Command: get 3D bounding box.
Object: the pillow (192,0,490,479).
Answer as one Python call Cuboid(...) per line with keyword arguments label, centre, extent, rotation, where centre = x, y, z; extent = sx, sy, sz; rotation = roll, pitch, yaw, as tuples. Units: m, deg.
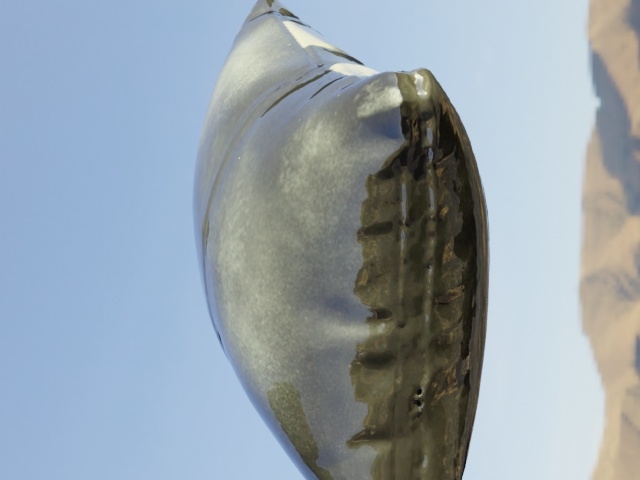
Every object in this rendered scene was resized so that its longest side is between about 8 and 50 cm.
Cuboid(label="pillow", centre=(0.000, 0.000, 0.549), extent=(0.250, 0.106, 0.186), rotation=(-132, 39, -68))
